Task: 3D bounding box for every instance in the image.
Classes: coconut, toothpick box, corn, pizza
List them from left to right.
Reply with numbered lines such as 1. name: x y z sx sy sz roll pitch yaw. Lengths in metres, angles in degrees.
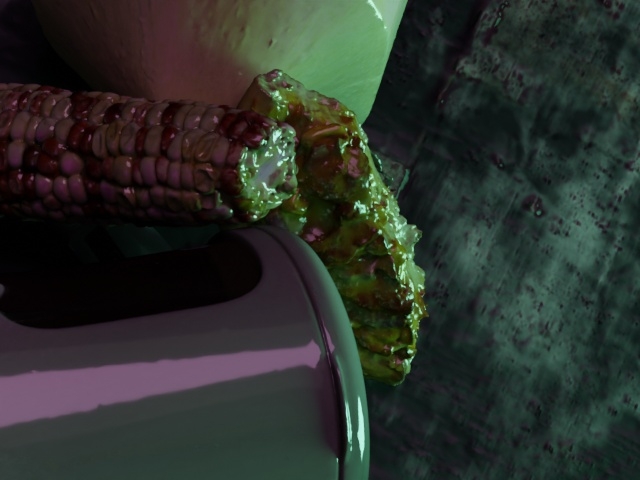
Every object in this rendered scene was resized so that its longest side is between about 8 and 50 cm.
1. toothpick box: -0.149 0.121 1.111 0.316 0.229 0.229 -7 63 -22
2. corn: -0.142 -0.047 1.199 0.281 0.092 0.092 6 48 30
3. toothpick box: -0.117 0.019 1.272 0.052 0.052 0.083 -34 75 -33
4. coconut: -0.060 -0.162 1.295 0.259 0.259 0.259 9 57 -15
5. pizza: 0.001 0.001 1.243 0.127 0.246 0.058 -11 37 1
